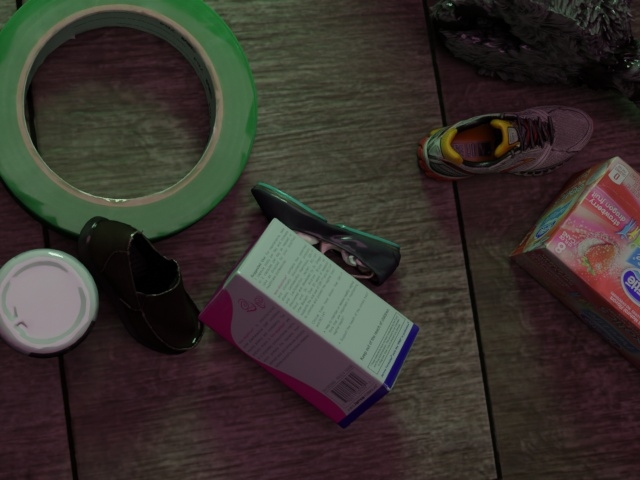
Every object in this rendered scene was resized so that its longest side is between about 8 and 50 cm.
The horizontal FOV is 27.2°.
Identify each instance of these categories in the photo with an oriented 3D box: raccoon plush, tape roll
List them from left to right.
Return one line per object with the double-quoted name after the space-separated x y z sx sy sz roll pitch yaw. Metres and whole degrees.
-0.238 -0.153 1.566 0.321 0.077 0.321 1 85 -11 "tape roll"
0.322 -0.344 1.672 0.446 0.216 0.299 27 69 -27 "raccoon plush"

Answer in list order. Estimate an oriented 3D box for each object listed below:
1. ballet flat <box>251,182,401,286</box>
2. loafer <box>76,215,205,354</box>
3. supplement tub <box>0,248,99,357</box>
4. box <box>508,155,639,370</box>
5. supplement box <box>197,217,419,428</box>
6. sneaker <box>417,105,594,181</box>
0.000 0.000 1.604 0.203 0.074 0.074 25 80 -10 "ballet flat"
-0.191 0.060 1.505 0.220 0.078 0.080 52 52 -42 "loafer"
-0.307 0.073 1.471 0.117 0.190 0.117 1 85 -12 "supplement tub"
0.405 0.056 1.640 0.300 0.142 0.154 40 78 -5 "box"
-0.014 0.097 1.549 0.220 0.111 0.114 37 45 -7 "supplement box"
0.239 -0.120 1.650 0.225 0.093 0.088 -14 87 -13 "sneaker"
